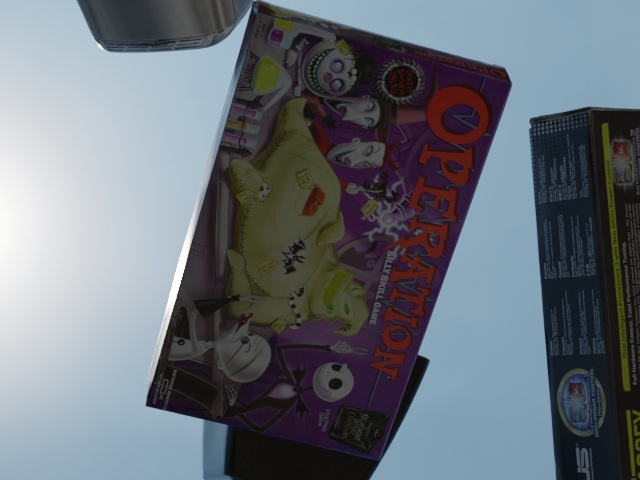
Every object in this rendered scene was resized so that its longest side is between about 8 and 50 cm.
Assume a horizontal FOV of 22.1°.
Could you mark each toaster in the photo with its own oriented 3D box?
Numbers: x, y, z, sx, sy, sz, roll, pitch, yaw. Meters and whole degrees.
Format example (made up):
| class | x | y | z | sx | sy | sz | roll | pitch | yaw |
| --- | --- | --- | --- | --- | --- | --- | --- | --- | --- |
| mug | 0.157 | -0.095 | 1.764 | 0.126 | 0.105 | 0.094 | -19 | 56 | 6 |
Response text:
| class | x | y | z | sx | sy | sz | roll | pitch | yaw |
| --- | --- | --- | --- | --- | --- | --- | --- | --- | --- |
| toaster | -0.170 | -0.278 | 1.663 | 0.227 | 0.146 | 0.129 | -1 | -144 | 23 |

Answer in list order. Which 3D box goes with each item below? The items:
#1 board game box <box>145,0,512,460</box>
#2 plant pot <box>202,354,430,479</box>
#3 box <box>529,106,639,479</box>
| class | x | y | z | sx | sy | sz | roll | pitch | yaw |
| --- | --- | --- | --- | --- | --- | --- | --- | --- | --- |
| board game box | 0.000 | 0.000 | 1.312 | 0.208 | 0.347 | 0.056 | 12 | -158 | -12 |
| plant pot | -0.025 | 0.176 | 1.625 | 0.187 | 0.188 | 0.167 | 20 | -104 | -11 |
| box | 0.243 | 0.050 | 1.069 | 0.216 | 0.060 | 0.270 | -3 | -93 | -35 |
